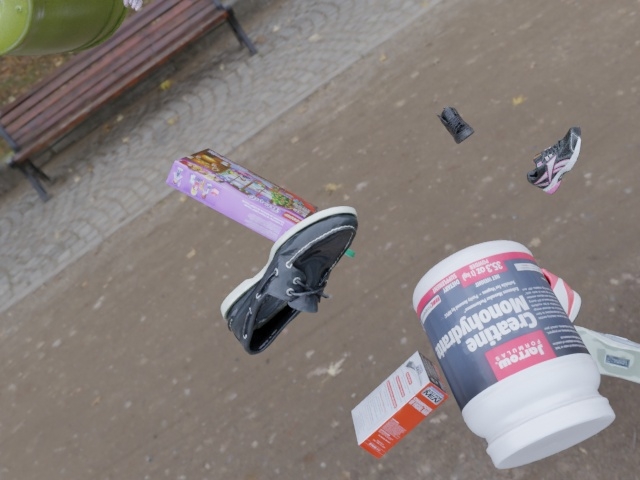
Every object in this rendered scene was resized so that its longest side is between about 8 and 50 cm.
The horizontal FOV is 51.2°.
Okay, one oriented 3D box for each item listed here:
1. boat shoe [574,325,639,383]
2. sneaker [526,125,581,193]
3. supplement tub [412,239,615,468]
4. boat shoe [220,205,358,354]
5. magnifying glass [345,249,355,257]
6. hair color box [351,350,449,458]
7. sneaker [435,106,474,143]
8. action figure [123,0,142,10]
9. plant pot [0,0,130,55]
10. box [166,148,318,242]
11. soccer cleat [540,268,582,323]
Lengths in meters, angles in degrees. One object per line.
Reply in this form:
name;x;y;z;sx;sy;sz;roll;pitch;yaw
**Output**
boat shoe;0.542;0.217;1.248;0.227;0.081;0.079;15;93;41
sneaker;0.521;-0.180;1.499;0.077;0.178;0.072;18;42;1
supplement tub;0.262;0.154;0.933;0.191;0.191;0.272;-29;59;11
boat shoe;-0.044;0.079;1.090;0.340;0.127;0.113;-40;57;31
magnifying glass;0.000;0.000;2.066;0.092;0.231;0.026;-177;112;-86
hair color box;0.133;0.280;1.140;0.167;0.053;0.093;-46;20;14
sneaker;0.328;-0.289;1.647;0.051;0.089;0.170;-37;5;11
action figure;-0.361;-0.526;1.020;0.276;0.370;0.248;-59;-12;21
plant pot;-0.619;-0.530;1.353;0.366;0.366;0.353;-25;23;18
box;-0.159;-0.096;1.437;0.057;0.293;0.201;-62;-2;19
soccer cleat;0.445;0.199;1.390;0.108;0.116;0.318;-32;19;54
